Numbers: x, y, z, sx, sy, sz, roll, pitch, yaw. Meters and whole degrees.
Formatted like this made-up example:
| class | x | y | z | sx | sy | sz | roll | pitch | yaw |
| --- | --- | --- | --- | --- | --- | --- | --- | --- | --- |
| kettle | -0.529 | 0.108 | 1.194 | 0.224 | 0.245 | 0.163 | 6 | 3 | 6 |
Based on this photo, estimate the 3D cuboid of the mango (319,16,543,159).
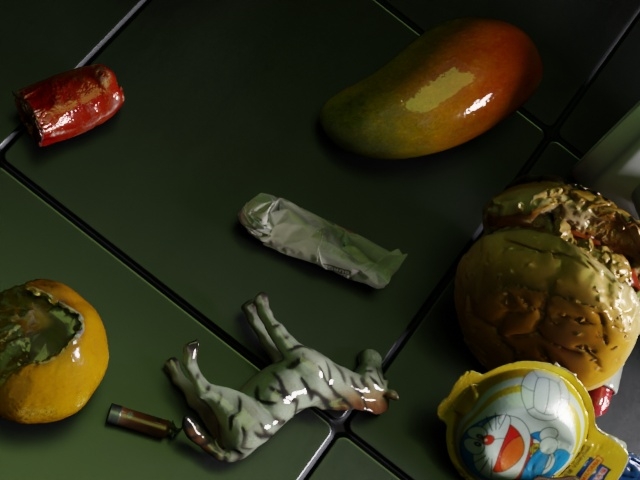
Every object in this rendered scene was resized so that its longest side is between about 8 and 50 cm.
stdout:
| class | x | y | z | sx | sy | sz | roll | pitch | yaw |
| --- | --- | --- | --- | --- | --- | --- | --- | --- | --- |
| mango | 0.146 | -0.181 | 1.782 | 0.289 | 0.129 | 0.146 | -34 | 83 | -17 |

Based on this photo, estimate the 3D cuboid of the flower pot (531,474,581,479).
| class | x | y | z | sx | sy | sz | roll | pitch | yaw |
| --- | --- | --- | --- | --- | --- | --- | --- | --- | --- |
| flower pot | 0.285 | 0.392 | 1.609 | 0.251 | 0.084 | 0.179 | 42 | 65 | 4 |

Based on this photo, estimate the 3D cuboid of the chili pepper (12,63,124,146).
| class | x | y | z | sx | sy | sz | roll | pitch | yaw |
| --- | --- | --- | --- | --- | --- | --- | --- | --- | --- |
| chili pepper | -0.284 | -0.158 | 1.673 | 0.123 | 0.073 | 0.070 | -25 | 120 | -22 |

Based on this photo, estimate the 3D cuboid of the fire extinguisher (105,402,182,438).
| class | x | y | z | sx | sy | sz | roll | pitch | yaw |
| --- | --- | --- | --- | --- | --- | --- | --- | --- | --- |
| fire extinguisher | -0.190 | 0.197 | 1.581 | 0.083 | 0.022 | 0.028 | 18 | 34 | -10 |

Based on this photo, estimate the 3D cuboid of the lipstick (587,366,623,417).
| class | x | y | z | sx | sy | sz | roll | pitch | yaw |
| --- | --- | --- | --- | --- | --- | --- | --- | --- | --- |
| lipstick | 0.346 | 0.132 | 1.754 | 0.063 | 0.057 | 0.186 | 11 | 69 | 18 |

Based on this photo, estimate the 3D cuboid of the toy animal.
| class | x | y | z | sx | sy | sz | roll | pitch | yaw |
| --- | --- | --- | --- | --- | --- | --- | --- | --- | --- |
| toy animal | -0.047 | 0.139 | 1.613 | 0.255 | 0.090 | 0.170 | -16 | 77 | -19 |

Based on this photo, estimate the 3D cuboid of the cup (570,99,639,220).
| class | x | y | z | sx | sy | sz | roll | pitch | yaw |
| --- | --- | --- | --- | --- | --- | --- | --- | --- | --- |
| cup | 0.466 | -0.021 | 1.727 | 0.327 | 0.237 | 0.323 | 46 | 34 | 3 |

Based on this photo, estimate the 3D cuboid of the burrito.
| class | x | y | z | sx | sy | sz | roll | pitch | yaw |
| --- | --- | --- | --- | --- | --- | --- | --- | --- | --- |
| burrito | 0.000 | 0.001 | 1.699 | 0.203 | 0.064 | 0.064 | 23 | 64 | -9 |

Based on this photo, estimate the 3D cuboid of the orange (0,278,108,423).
| class | x | y | z | sx | sy | sz | roll | pitch | yaw |
| --- | --- | --- | --- | --- | --- | --- | --- | --- | --- |
| orange | -0.296 | 0.113 | 1.523 | 0.156 | 0.134 | 0.157 | 14 | 56 | -22 |

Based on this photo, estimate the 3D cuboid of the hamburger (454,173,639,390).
| class | x | y | z | sx | sy | sz | roll | pitch | yaw |
| --- | --- | --- | --- | --- | --- | --- | --- | --- | --- |
| hamburger | 0.267 | 0.056 | 1.657 | 0.244 | 0.244 | 0.163 | 38 | 60 | 1 |

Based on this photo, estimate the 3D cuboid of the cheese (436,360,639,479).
| class | x | y | z | sx | sy | sz | roll | pitch | yaw |
| --- | --- | --- | --- | --- | --- | --- | --- | --- | --- |
| cheese | 0.256 | 0.229 | 1.650 | 0.270 | 0.069 | 0.177 | 30 | 105 | -18 |
